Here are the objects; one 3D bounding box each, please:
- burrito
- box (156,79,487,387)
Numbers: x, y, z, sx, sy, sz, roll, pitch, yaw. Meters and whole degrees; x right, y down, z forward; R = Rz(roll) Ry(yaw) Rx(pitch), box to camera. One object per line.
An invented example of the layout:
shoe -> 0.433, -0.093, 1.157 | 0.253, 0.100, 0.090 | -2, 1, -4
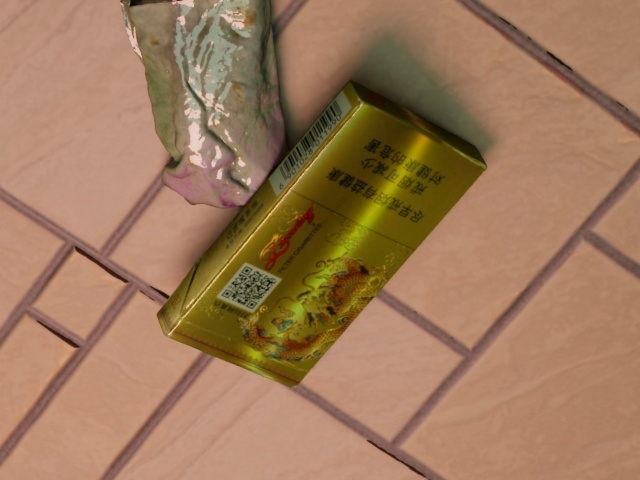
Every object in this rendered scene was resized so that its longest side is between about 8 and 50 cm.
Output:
burrito -> -0.101, -0.139, 1.766 | 0.144, 0.089, 0.228 | -7, 112, 8
box -> 0.000, 0.000, 1.815 | 0.173, 0.043, 0.311 | 25, 115, -35
